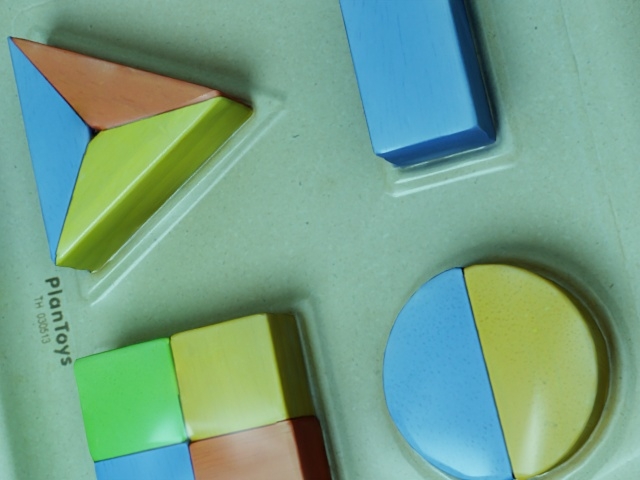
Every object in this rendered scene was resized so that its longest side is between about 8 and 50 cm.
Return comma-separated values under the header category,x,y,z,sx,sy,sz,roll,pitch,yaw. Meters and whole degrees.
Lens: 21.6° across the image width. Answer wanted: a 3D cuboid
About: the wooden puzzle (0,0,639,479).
category,x,y,z,sx,sy,sz,roll,pitch,yaw
wooden puzzle,0.000,0.000,0.740,0.347,0.080,0.322,-14,81,9
